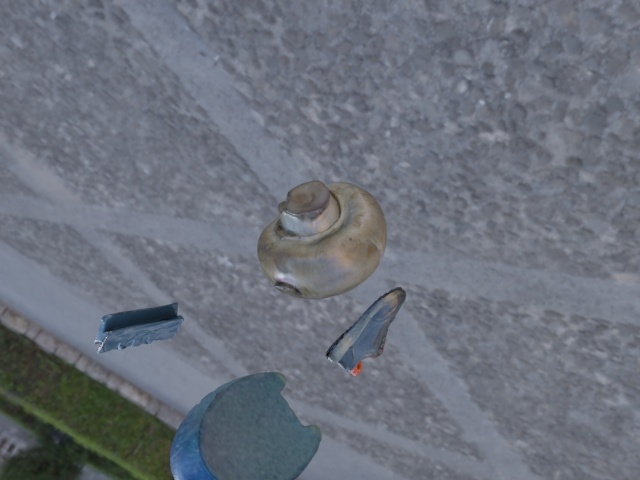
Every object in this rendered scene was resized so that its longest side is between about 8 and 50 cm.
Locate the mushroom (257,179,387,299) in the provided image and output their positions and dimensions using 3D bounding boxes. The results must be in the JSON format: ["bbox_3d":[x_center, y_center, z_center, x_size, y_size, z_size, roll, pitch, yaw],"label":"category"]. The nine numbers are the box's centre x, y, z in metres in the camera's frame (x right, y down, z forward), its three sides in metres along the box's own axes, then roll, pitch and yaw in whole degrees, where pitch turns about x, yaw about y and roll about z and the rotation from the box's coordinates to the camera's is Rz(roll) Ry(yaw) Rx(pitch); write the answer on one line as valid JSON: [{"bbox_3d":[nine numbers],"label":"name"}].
[{"bbox_3d":[0.000,0.000,1.431,0.254,0.255,0.184,14,135,32],"label":"mushroom"}]

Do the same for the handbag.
[{"bbox_3d":[-0.487,0.241,2.163,0.057,0.221,0.144,61,140,26],"label":"handbag"}]

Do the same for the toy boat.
[{"bbox_3d":[-0.144,0.367,1.448,0.123,0.330,0.215,-37,84,32],"label":"toy boat"}]

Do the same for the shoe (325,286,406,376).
[{"bbox_3d":[0.097,0.168,1.472,0.077,0.194,0.074,45,-168,6],"label":"shoe"}]
